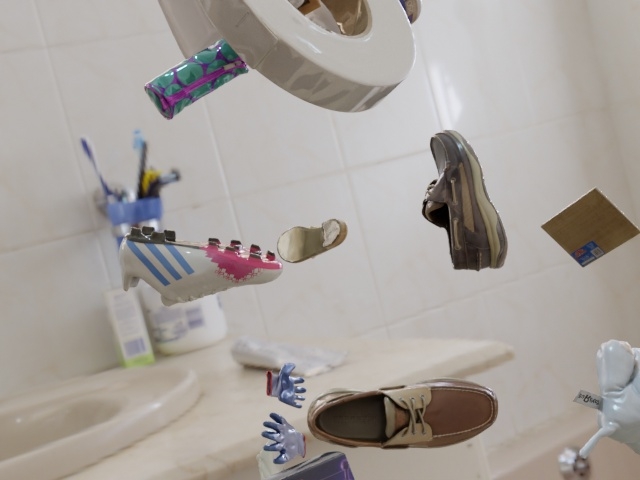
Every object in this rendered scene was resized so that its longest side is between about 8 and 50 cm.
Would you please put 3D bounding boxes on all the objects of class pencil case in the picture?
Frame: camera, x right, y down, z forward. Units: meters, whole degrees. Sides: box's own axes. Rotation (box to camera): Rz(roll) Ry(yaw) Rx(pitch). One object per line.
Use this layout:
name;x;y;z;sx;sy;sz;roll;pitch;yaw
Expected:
pencil case;-0.181;-0.240;1.313;0.152;0.064;0.070;-36;31;-17

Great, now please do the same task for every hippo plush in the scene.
hippo plush;0.666;0.299;1.725;0.237;0.234;0.294;-15;-20;41

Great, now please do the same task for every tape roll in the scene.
tape roll;-0.023;-0.364;1.348;0.392;0.392;0.072;-17;-19;-49

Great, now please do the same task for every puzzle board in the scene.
puzzle board;0.415;-0.019;1.374;0.011;0.096;0.128;-48;2;-38

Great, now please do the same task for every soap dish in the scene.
soap dish;-0.158;-0.474;1.650;0.291;0.228;0.118;-22;6;24

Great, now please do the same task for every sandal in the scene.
sandal;0.000;0.006;2.033;0.079;0.088;0.240;12;-18;-36

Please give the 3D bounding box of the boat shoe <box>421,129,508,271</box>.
boat shoe;0.275;-0.089;1.845;0.130;0.355;0.132;-13;-38;-4

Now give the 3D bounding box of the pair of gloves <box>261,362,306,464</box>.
pair of gloves;-0.068;0.327;1.698;0.023;0.198;0.159;-10;-20;23

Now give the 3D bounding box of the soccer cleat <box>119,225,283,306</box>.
soccer cleat;-0.230;0.064;1.694;0.331;0.143;0.116;10;8;17

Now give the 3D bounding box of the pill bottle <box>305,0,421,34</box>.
pill bottle;0.059;-0.437;1.769;0.265;0.153;0.153;-37;10;-18

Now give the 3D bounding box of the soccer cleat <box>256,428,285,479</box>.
soccer cleat;-0.118;0.534;2.070;0.076;0.196;0.068;13;-25;4

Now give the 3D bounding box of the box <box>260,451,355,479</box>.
box;-0.012;0.420;1.244;0.153;0.207;0.108;-19;-8;-24

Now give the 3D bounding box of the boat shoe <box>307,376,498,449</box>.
boat shoe;0.135;0.297;1.484;0.325;0.123;0.116;-8;-5;7
